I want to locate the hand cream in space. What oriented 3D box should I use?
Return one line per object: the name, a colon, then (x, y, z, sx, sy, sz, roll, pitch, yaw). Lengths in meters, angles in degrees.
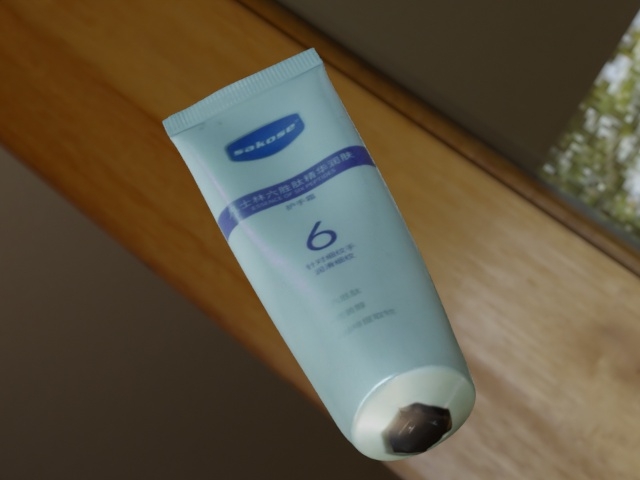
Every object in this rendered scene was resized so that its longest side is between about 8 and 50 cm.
hand cream: (0.000, 0.000, 0.928, 0.109, 0.321, 0.067, -27, -47, -1)
